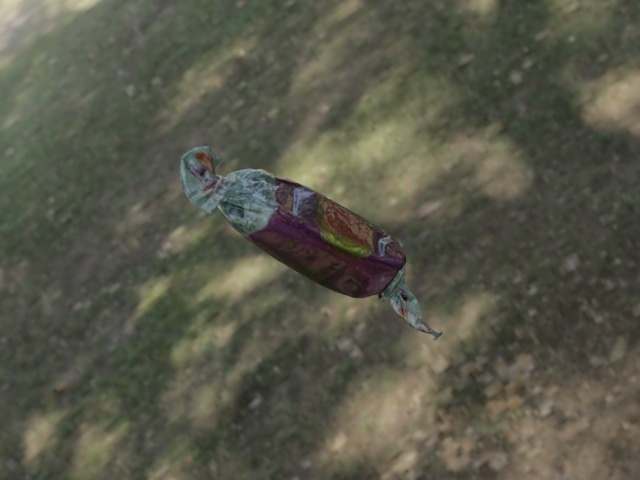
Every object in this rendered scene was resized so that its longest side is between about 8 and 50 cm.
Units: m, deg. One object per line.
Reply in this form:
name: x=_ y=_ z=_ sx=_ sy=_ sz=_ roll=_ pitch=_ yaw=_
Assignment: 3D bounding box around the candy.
candy: x=0.000 y=0.000 z=0.751 sx=0.043 sy=0.175 sz=0.045 roll=-41 pitch=33 yaw=34
